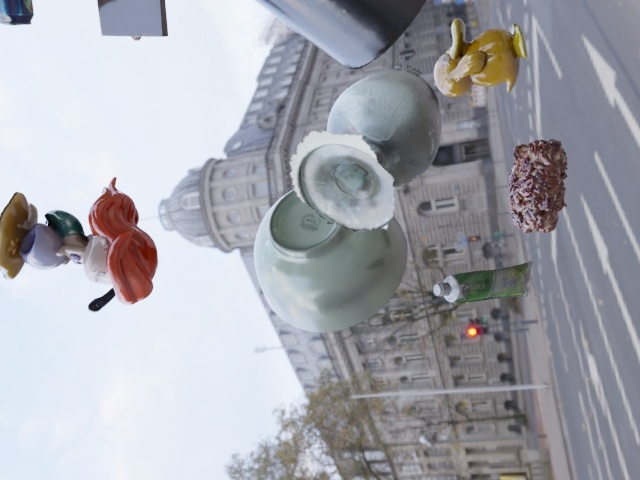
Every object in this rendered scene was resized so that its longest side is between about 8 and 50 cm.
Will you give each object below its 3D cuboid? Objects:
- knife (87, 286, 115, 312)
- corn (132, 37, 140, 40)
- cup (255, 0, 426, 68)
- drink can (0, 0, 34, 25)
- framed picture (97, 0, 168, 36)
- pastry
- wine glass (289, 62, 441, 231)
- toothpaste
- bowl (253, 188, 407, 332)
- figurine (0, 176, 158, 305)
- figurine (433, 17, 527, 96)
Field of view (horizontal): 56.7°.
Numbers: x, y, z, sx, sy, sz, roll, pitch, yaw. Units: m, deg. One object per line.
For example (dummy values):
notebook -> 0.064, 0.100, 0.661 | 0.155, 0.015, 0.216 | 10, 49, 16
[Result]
knife -> -0.541, 0.139, 1.514 | 0.031, 0.121, 0.018 | 45, 157, 0
corn -> -0.504, -0.583, 1.637 | 0.083, 0.028, 0.027 | -53, 42, 49
cup -> -0.020, -0.271, 0.561 | 0.177, 0.239, 0.166 | 23, -98, -26
drink can -> -0.950, -0.771, 1.821 | 0.118, 0.118, 0.205 | -65, -17, -65
framed picture -> -0.422, -0.523, 1.325 | 0.023, 0.168, 0.128 | -44, -42, -61
pastry -> 0.462, -0.112, 1.262 | 0.097, 0.115, 0.208 | -24, -60, -48
wine glass -> 0.104, -0.188, 1.136 | 0.323, 0.238, 0.238 | -60, -38, -44
toothpaste -> 0.321, 0.085, 1.151 | 0.047, 0.248, 0.078 | 25, 114, 57
bowl -> 0.000, 0.000, 1.284 | 0.185, 0.354, 0.354 | 60, -154, -53
figurine -> -0.413, -0.001, 1.061 | 0.208, 0.257, 0.181 | -94, 17, -58
figurine -> 0.417, -0.471, 1.554 | 0.215, 0.228, 0.215 | 8, -90, -79
